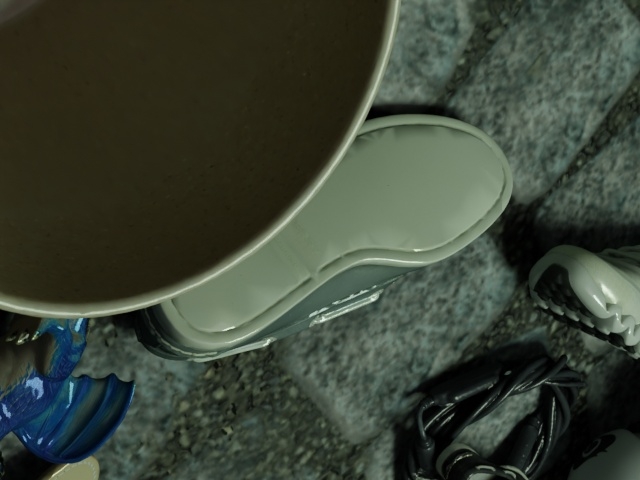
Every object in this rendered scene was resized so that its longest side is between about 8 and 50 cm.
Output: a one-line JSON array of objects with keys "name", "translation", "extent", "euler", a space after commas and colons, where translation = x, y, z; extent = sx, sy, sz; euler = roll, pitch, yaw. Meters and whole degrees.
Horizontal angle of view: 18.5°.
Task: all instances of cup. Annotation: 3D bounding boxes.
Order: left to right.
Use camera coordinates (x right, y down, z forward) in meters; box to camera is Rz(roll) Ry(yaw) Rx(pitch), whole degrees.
[{"name": "cup", "translation": [-0.155, -0.156, 1.098], "extent": [0.331, 0.237, 0.331], "euler": [-19, 126, -28]}]

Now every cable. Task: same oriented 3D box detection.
[{"name": "cable", "translation": [0.151, 0.166, 1.648], "extent": [0.184, 0.047, 0.150], "euler": [-22, 127, -27]}]

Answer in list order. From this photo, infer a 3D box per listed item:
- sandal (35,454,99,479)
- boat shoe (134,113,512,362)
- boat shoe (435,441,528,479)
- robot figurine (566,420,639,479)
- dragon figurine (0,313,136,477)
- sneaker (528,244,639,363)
[{"name": "sandal", "translation": [-0.216, 0.266, 1.395], "extent": [0.240, 0.079, 0.088], "euler": [-49, 152, -1]}, {"name": "boat shoe", "translation": [0.000, 0.000, 1.427], "extent": [0.319, 0.116, 0.099], "euler": [-27, 172, -31]}, {"name": "boat shoe", "translation": [0.143, 0.204, 1.616], "extent": [0.046, 0.038, 0.125], "euler": [-47, 135, 4]}, {"name": "robot figurine", "translation": [0.351, 0.225, 1.731], "extent": [0.278, 0.173, 0.209], "euler": [-13, 105, -13]}, {"name": "dragon figurine", "translation": [-0.185, 0.093, 1.322], "extent": [0.289, 0.085, 0.144], "euler": [-44, 135, -2]}, {"name": "sneaker", "translation": [0.274, 0.041, 1.640], "extent": [0.292, 0.110, 0.118], "euler": [25, 92, -51]}]
